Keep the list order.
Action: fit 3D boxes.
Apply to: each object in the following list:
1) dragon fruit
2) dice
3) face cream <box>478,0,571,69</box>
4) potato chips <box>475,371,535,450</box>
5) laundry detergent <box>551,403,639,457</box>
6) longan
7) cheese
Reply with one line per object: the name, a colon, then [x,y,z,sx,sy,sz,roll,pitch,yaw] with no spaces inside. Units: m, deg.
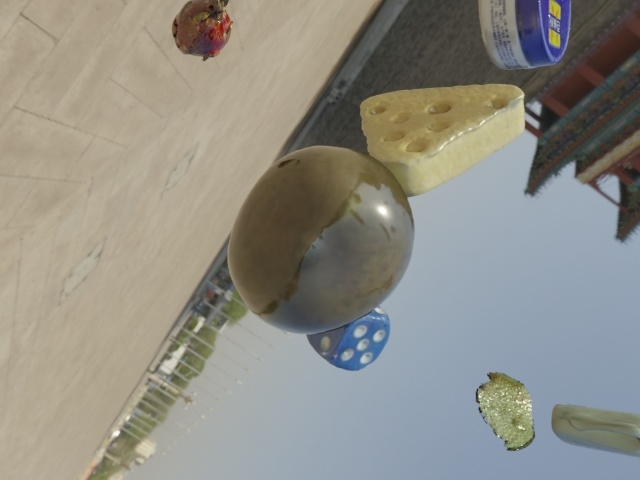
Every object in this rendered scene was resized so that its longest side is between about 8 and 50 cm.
dragon fruit: [-0.245,-0.487,1.144,0.246,0.125,0.125,-33,-155,50]
dice: [0.063,0.202,1.214,0.146,0.143,0.146,42,-71,51]
face cream: [0.352,-0.402,0.907,0.111,0.206,0.206,4,-129,39]
potato chips: [0.339,0.305,0.972,0.026,0.142,0.209,-59,-166,26]
laundry detergent: [0.757,0.486,1.328,0.280,0.215,0.105,-5,-119,47]
longan: [0.000,0.000,0.984,0.361,0.361,0.361,-54,-174,9]
cheese: [0.228,-0.222,1.158,0.384,0.104,0.384,-12,-146,9]
